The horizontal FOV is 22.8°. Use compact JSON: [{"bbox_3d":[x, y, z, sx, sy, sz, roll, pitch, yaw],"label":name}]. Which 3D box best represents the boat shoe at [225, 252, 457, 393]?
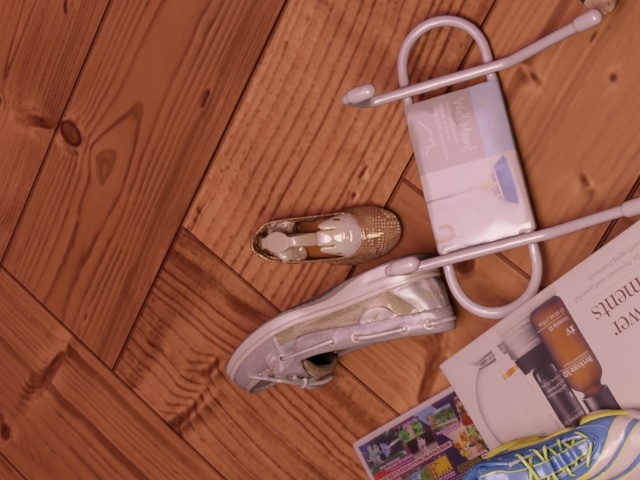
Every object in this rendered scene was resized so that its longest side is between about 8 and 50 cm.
[{"bbox_3d":[0.019,0.119,1.895,0.320,0.118,0.103,-29,76,28],"label":"boat shoe"}]

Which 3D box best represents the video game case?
[{"bbox_3d":[0.151,0.280,1.880,0.201,0.023,0.183,-35,77,35],"label":"video game case"}]

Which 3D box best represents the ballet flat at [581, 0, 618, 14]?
[{"bbox_3d":[0.265,-0.316,1.688,0.057,0.049,0.173,-31,79,36],"label":"ballet flat"}]

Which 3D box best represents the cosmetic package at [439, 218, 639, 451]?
[{"bbox_3d":[0.333,0.157,1.657,0.377,0.097,0.284,-42,75,41],"label":"cosmetic package"}]

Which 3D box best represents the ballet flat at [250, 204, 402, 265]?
[{"bbox_3d":[0.000,0.000,1.916,0.206,0.067,0.073,-10,90,36],"label":"ballet flat"}]

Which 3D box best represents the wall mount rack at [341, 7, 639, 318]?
[{"bbox_3d":[0.194,-0.096,1.721,0.304,0.130,0.350,-16,85,19],"label":"wall mount rack"}]

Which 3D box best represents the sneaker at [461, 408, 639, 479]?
[{"bbox_3d":[0.238,0.241,1.614,0.240,0.126,0.091,-27,84,45],"label":"sneaker"}]
